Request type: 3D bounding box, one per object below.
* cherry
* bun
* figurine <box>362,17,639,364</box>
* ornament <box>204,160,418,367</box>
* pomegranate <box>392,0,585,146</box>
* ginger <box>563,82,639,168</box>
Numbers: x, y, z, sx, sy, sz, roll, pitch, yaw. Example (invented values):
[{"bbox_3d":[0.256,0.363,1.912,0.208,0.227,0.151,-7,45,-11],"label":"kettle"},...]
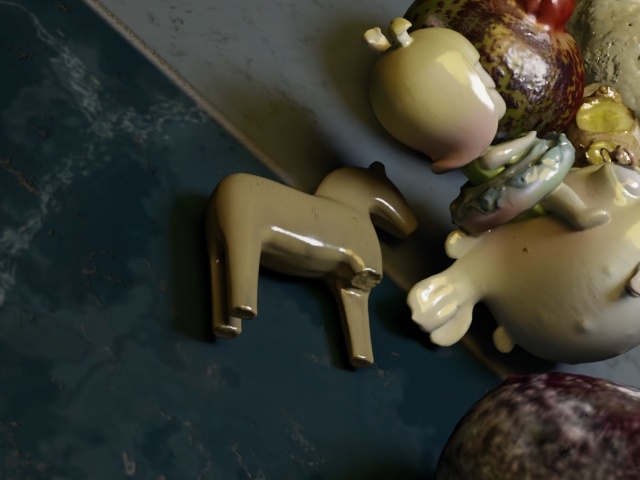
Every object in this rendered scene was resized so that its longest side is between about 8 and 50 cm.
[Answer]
[{"bbox_3d":[0.225,0.234,1.086,0.296,0.255,0.218,28,45,19],"label":"cherry"},{"bbox_3d":[0.423,-0.246,1.709,0.259,0.152,0.259,20,47,-23],"label":"bun"},{"bbox_3d":[0.164,-0.040,1.300,0.274,0.226,0.394,-41,100,-15],"label":"figurine"},{"bbox_3d":[0.000,0.000,1.269,0.230,0.061,0.245,16,47,-26],"label":"ornament"},{"bbox_3d":[0.200,-0.209,1.444,0.214,0.248,0.214,32,25,-17],"label":"pomegranate"},{"bbox_3d":[0.307,-0.080,1.499,0.102,0.157,0.216,1,41,7],"label":"ginger"}]
